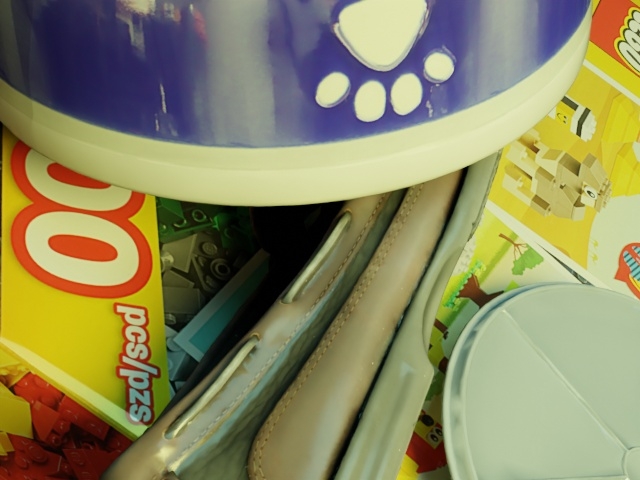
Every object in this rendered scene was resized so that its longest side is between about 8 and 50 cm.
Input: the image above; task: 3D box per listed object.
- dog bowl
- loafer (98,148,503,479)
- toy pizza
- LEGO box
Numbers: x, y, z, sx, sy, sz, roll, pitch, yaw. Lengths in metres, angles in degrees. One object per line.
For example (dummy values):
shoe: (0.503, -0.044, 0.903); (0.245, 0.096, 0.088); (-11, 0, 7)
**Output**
dog bowl: (-0.019, -0.132, 0.650); (0.265, 0.104, 0.265); (-2, 38, 2)
loafer: (0.004, 0.005, 0.632); (0.095, 0.109, 0.302); (26, 47, -6)
toy pizza: (0.133, 0.108, 0.684); (0.201, 0.032, 0.201); (19, 49, -23)
LEGO box: (0.000, 0.000, 0.846); (0.372, 0.193, 0.500); (35, 44, -4)
